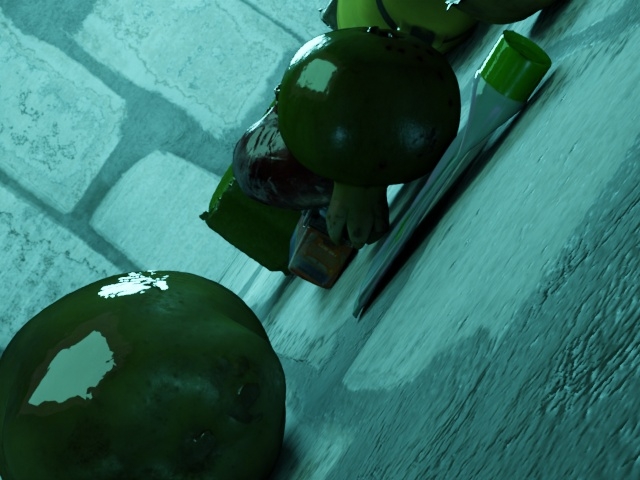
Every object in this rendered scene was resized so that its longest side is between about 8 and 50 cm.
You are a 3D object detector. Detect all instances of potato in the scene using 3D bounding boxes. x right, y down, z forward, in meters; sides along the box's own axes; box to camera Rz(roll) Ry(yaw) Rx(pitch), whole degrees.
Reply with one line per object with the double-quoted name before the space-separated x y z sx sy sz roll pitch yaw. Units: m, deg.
"potato" -0.151 0.137 1.307 0.243 0.221 0.326 -11 4 -4
"potato" 0.200 -0.257 1.530 0.164 0.081 0.200 -46 8 1

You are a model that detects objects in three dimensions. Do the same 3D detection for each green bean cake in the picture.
"green bean cake" -0.033 -0.099 2.141 0.247 0.156 0.250 -55 5 12

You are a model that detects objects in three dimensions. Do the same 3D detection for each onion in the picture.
"onion" 0.003 -0.091 1.655 0.206 0.151 0.098 -19 37 13

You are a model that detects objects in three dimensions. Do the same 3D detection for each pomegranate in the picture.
"pomegranate" 0.033 -0.109 1.529 0.210 0.179 0.179 -57 5 4

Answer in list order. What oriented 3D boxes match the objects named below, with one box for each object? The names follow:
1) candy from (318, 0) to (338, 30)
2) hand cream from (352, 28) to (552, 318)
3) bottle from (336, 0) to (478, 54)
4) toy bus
"candy" 0.110 -0.351 2.291 0.185 0.195 0.137 -58 3 2
"hand cream" 0.102 -0.054 1.346 0.079 0.050 0.275 -13 -38 -55
"bottle" 0.127 -0.313 2.042 0.171 0.171 0.351 -55 7 -4
"toy bus" 0.000 0.000 1.749 0.077 0.065 0.192 -61 4 7
